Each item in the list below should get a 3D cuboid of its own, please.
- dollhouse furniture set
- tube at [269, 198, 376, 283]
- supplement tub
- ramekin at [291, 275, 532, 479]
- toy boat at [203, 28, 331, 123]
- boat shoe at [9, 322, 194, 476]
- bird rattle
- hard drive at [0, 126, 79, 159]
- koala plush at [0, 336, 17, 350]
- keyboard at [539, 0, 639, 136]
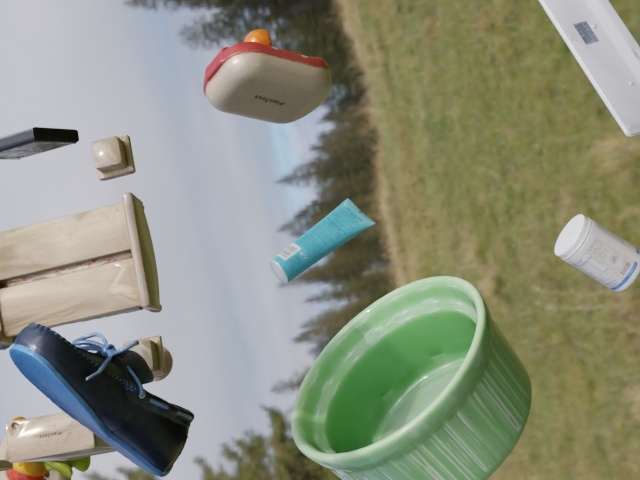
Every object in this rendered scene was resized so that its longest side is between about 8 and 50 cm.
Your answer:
[{"bbox_3d":[-0.331,0.087,1.353,0.174,0.303,0.356,50,-151,-76],"label":"dollhouse furniture set"},{"bbox_3d":[0.000,0.000,2.044,0.080,0.207,0.052,45,158,23],"label":"tube"},{"bbox_3d":[0.389,0.018,1.544,0.107,0.071,0.071,31,-167,-8],"label":"supplement tub"},{"bbox_3d":[0.124,0.205,1.432,0.148,0.303,0.303,48,-168,-23],"label":"ramekin"},{"bbox_3d":[-0.094,-0.300,1.922,0.151,0.231,0.151,-40,52,42],"label":"toy boat"},{"bbox_3d":[-0.213,0.142,1.100,0.089,0.109,0.258,-56,-33,-19],"label":"boat shoe"},{"bbox_3d":[-0.500,0.428,2.006,0.143,0.207,0.254,-18,-53,-52],"label":"bird rattle"},{"bbox_3d":[-0.444,-0.144,1.665,0.094,0.135,0.022,-4,-95,-59],"label":"hard drive"},{"bbox_3d":[-0.549,0.100,2.104,0.203,0.221,0.196,-83,-26,-49],"label":"koala plush"},{"bbox_3d":[0.285,-0.218,1.159,0.014,0.072,0.256,100,147,-62],"label":"keyboard"}]
